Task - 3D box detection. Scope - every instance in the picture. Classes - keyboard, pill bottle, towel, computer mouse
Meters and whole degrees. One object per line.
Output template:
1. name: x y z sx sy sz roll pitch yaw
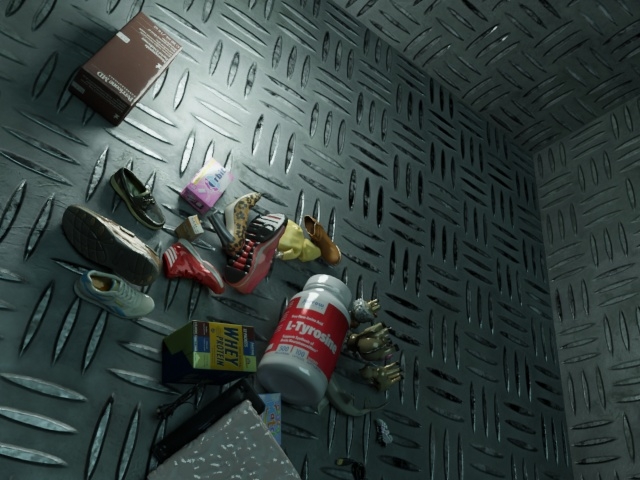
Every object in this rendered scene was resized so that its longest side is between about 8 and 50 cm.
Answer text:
1. keyboard: -0.330 0.492 1.632 0.317 0.033 0.202 -35 96 -18
2. pill bottle: -0.035 0.318 1.942 0.229 0.229 0.408 41 46 -17
3. towel: -0.248 0.661 1.597 0.331 0.053 0.317 -35 96 -20
4. computer mouse: 0.069 0.803 1.887 0.261 0.060 0.184 9 62 -38

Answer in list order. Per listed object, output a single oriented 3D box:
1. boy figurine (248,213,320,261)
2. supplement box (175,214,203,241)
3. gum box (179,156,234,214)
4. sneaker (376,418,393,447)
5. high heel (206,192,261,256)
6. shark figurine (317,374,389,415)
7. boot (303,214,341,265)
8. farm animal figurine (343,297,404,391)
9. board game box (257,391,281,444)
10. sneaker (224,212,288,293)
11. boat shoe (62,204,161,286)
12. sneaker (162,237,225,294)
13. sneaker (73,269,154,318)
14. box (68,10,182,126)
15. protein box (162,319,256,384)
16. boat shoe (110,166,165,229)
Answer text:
1. boy figurine: -0.124 -0.004 2.140 0.285 0.092 0.177 23 54 -32
2. supplement box: -0.424 -0.032 1.885 0.036 0.098 0.062 -18 79 -45
3. gum box: -0.394 -0.186 2.021 0.107 0.062 0.188 42 46 -16
4. sneaker: 0.217 0.696 2.091 0.069 0.038 0.098 -30 88 -47
5. high heel: -0.265 -0.054 2.054 0.261 0.093 0.186 -37 101 -44
6. shark figurine: 0.103 0.554 2.020 0.278 0.116 0.166 38 49 -17
7. boot: 0.000 0.000 2.203 0.197 0.073 0.152 55 3 24
8. farm animal figurine: 0.175 0.388 2.102 0.172 0.327 0.331 -22 78 -6
9. board game box: -0.200 0.545 1.753 0.211 0.039 0.160 12 73 -53
10. sneaker: -0.209 0.044 1.990 0.314 0.115 0.136 -56 147 -21
11. boat shoe: -0.606 0.012 1.708 0.324 0.123 0.116 40 12 -6
12. sneaker: -0.414 0.110 1.844 0.221 0.087 0.128 45 53 4
13. sneaker: -0.574 0.155 1.656 0.228 0.092 0.088 26 51 -30
14. box: -0.648 -0.585 1.967 0.191 0.143 0.382 38 49 -20
15. protein box: -0.326 0.333 1.699 0.201 0.199 0.136 13 60 -37
16. boat shoe: -0.567 -0.133 1.833 0.224 0.073 0.080 51 45 -7
